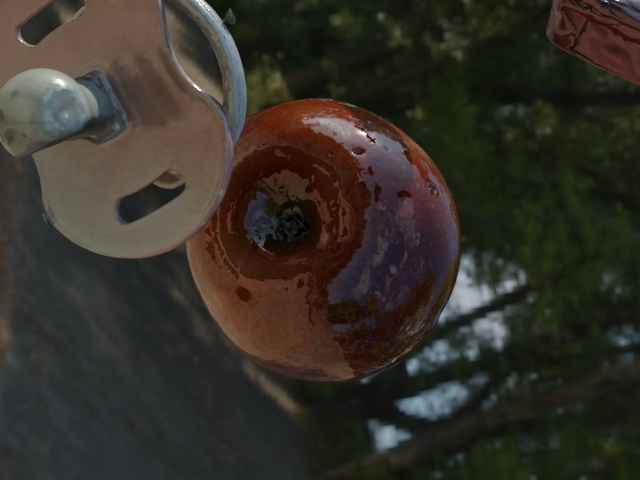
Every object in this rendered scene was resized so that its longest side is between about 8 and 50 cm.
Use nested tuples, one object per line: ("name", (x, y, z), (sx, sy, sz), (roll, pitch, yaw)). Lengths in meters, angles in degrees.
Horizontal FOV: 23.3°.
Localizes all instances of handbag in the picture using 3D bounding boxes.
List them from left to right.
("handbag", (0.418, -0.297, 2.041), (0.146, 0.225, 0.135), (-63, 178, -38))

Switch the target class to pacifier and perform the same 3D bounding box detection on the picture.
("pacifier", (-0.234, -0.136, 1.605), (0.220, 0.273, 0.332), (-29, -90, 56))

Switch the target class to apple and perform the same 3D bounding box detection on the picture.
("apple", (0.000, 0.000, 1.910), (0.277, 0.348, 0.349), (36, 43, -72))
